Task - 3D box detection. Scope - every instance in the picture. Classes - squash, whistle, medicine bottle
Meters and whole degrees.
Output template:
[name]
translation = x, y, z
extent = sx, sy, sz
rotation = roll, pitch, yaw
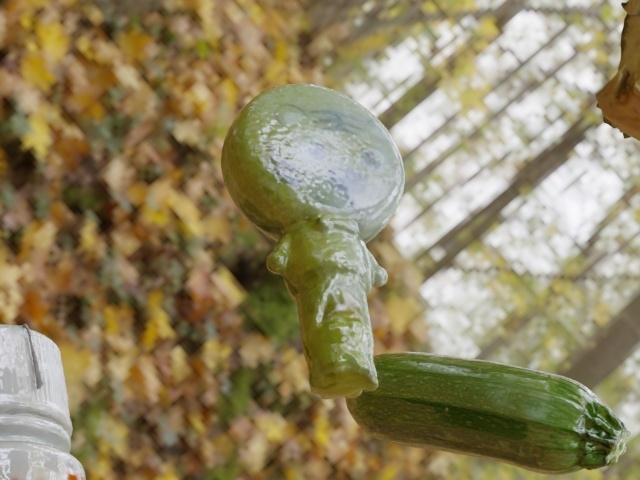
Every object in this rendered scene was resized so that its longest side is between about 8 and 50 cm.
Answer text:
[squash]
translation = 0.110, 0.118, 1.221
extent = 0.219, 0.068, 0.077
rotation = 9, -50, 32
[whistle]
translation = 0.000, 0.000, 0.954
extent = 0.057, 0.104, 0.198
rotation = 125, -34, -48
[medicine bottle]
translation = -0.207, 0.186, 1.055
extent = 0.144, 0.144, 0.252
rotation = 54, 21, -65

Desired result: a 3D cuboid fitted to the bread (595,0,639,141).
[bread]
translation = 0.344, -0.127, 1.272
extent = 0.252, 0.174, 0.133
rotation = -1, 24, -31
